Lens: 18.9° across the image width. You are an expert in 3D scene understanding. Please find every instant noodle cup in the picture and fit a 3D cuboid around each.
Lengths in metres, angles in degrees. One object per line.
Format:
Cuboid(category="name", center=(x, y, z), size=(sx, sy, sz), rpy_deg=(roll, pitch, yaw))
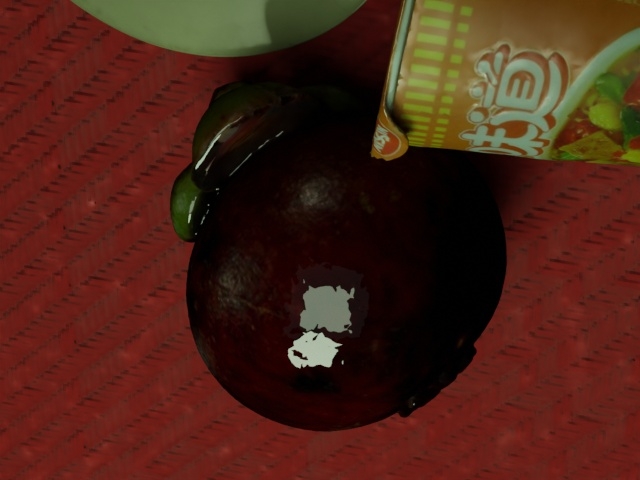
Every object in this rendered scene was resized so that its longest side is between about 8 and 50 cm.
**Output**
Cuboid(category="instant noodle cup", center=(0.129, -0.100, 0.873), size=(0.185, 0.168, 0.168), rpy_deg=(12, 126, 2))

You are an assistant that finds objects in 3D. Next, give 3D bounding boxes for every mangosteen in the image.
Cuboid(category="mangosteen", center=(0.000, 0.000, 0.976), size=(0.199, 0.200, 0.200), rpy_deg=(9, 125, 13))

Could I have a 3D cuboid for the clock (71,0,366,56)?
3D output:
Cuboid(category="clock", center=(-0.063, -0.198, 0.944), size=(0.235, 0.029, 0.235), rpy_deg=(10, 127, 13))
